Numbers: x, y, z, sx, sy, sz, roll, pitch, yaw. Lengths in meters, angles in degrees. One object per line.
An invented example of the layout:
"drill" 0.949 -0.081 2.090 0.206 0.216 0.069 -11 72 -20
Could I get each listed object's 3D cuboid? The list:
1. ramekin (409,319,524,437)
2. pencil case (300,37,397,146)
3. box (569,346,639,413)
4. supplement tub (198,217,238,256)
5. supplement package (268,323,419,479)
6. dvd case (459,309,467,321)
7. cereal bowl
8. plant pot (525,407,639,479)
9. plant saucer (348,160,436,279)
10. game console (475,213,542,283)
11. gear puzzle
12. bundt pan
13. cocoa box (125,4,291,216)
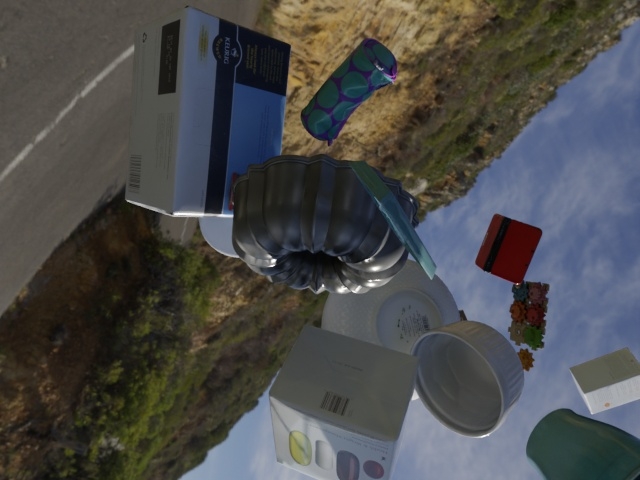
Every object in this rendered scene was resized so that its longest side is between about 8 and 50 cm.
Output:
"ramekin" 0.282 0.252 0.892 0.207 0.108 0.208 22 -61 46
"pencil case" 0.039 -0.208 0.665 0.151 0.070 0.064 -39 -174 39
"box" 0.839 0.408 1.356 0.170 0.130 0.091 -26 -145 16
"supplement tub" -0.216 -0.109 1.315 0.325 0.235 0.236 -101 -145 -67
"supplement package" 0.038 0.276 0.748 0.149 0.194 0.203 -57 154 -46
"dvd case" 0.438 0.315 1.621 0.221 0.164 0.018 -81 157 -68
"cereal bowl" 0.175 0.196 1.066 0.141 0.338 0.339 130 -21 -72
"plant pot" 0.650 0.551 1.116 0.272 0.271 0.255 -67 -153 6
"plant saucer" 0.087 -0.019 0.519 0.018 0.192 0.067 -36 -127 5
"game console" 0.461 0.018 1.159 0.124 0.085 0.144 -81 -171 -79
"gear puzzle" 0.761 0.318 1.750 0.175 0.044 0.340 -177 -87 -67
"bundt pan" 0.000 0.000 0.791 0.331 0.330 0.124 135 -34 -59
"cocoa box" -0.224 -0.229 0.924 0.231 0.227 0.348 14 -80 46
